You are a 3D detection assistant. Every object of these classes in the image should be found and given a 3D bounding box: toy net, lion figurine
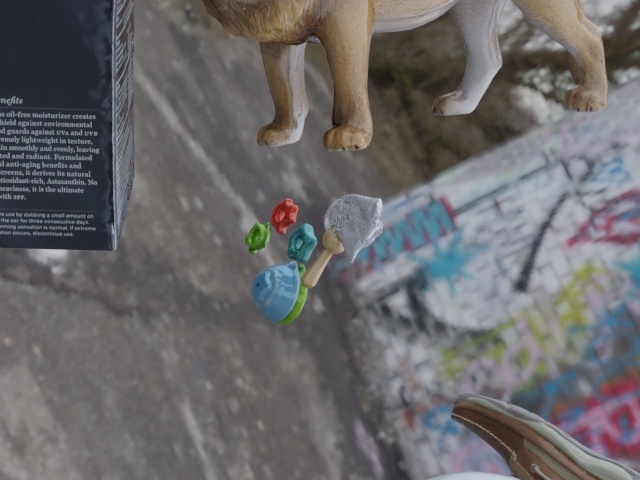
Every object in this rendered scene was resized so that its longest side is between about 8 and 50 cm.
[{"bbox_3d":[0.000,0.000,1.462,0.045,0.232,0.122,21,55,-34],"label":"toy net"},{"bbox_3d":[0.061,-0.198,0.988,0.142,0.392,0.240,11,-71,51],"label":"lion figurine"}]

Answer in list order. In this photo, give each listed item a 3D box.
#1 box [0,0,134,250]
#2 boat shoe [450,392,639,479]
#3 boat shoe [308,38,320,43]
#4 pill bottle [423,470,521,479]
[{"bbox_3d":[-0.296,-0.173,1.480,0.296,0.182,0.294,-104,-163,-72],"label":"box"},{"bbox_3d":[0.302,0.307,1.808,0.324,0.116,0.123,28,-4,28],"label":"boat shoe"},{"bbox_3d":[-0.033,-0.273,1.088,0.113,0.127,0.340,20,-27,32],"label":"boat shoe"},{"bbox_3d":[0.128,0.290,1.089,0.204,0.204,0.361,65,3,18],"label":"pill bottle"}]
